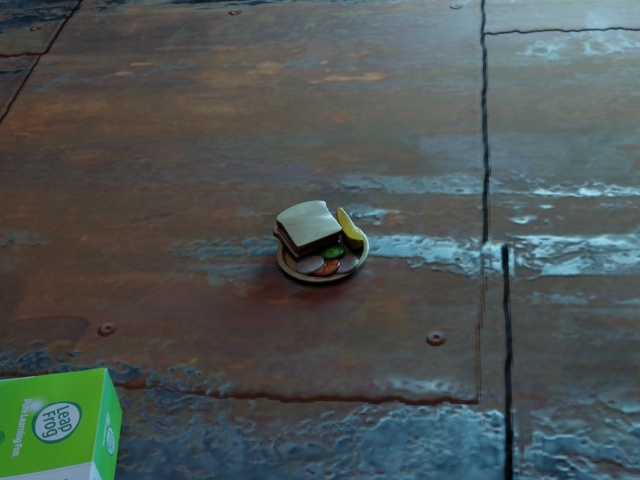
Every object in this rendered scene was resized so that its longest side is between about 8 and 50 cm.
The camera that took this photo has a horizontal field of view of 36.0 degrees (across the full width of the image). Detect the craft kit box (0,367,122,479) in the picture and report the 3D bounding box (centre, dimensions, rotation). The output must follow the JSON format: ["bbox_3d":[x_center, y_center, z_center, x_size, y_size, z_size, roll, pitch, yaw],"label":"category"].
[{"bbox_3d":[-0.258,0.199,0.608,0.247,0.061,0.250,-5,41,-1],"label":"craft kit box"}]

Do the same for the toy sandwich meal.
[{"bbox_3d":[0.000,0.000,0.815,0.086,0.029,0.085,-4,41,4],"label":"toy sandwich meal"}]
